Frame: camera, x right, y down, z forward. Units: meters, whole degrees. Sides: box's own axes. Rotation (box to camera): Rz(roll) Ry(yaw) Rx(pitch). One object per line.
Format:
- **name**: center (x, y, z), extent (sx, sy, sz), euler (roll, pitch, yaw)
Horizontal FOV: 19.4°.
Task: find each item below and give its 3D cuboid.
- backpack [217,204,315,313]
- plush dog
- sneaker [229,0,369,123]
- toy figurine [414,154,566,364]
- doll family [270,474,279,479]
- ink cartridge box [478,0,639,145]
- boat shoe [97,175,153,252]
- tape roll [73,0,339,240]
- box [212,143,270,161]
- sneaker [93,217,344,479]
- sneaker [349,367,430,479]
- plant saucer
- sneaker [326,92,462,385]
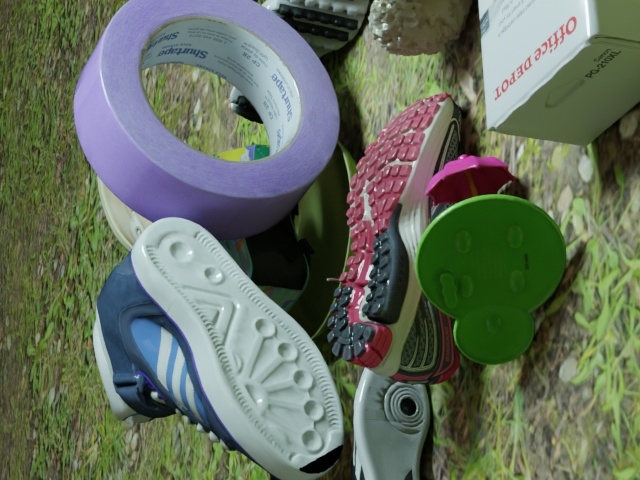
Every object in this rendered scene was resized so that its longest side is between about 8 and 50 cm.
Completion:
- **backpack**: center (-0.106, 0.040, 2.085), extent (0.188, 0.144, 0.166), euler (113, 147, -41)
- **plush dog**: center (0.056, -0.335, 1.799), extent (0.210, 0.225, 0.262), euler (135, 138, -56)
- **sneaker**: center (-0.028, -0.255, 2.151), extent (0.292, 0.110, 0.118), euler (130, 150, -52)
- **toy figurine**: center (0.145, -0.003, 1.673), extent (0.159, 0.130, 0.173), euler (-94, -3, -59)
- **doll family**: center (-0.021, 0.330, 1.972), extent (0.111, 0.076, 0.193), euler (-25, 63, 59)
- **ink cartridge box**: center (0.212, -0.220, 1.552), extent (0.172, 0.100, 0.237), euler (135, 138, -56)
- **boat shoe**: center (-0.178, -0.005, 2.325), extent (0.302, 0.109, 0.098), euler (59, 146, 23)
- **tape roll**: center (-0.120, -0.139, 2.000), extent (0.090, 0.275, 0.275), euler (128, 143, -50)
- **box**: center (-0.100, -0.062, 2.330), extent (0.179, 0.043, 0.105), euler (172, 103, -69)
- **sneaker**: center (-0.118, 0.154, 1.933), extent (0.323, 0.130, 0.236), euler (53, 142, 17)
- **sneaker**: center (0.049, 0.221, 1.827), extent (0.121, 0.079, 0.217), euler (144, 129, -60)
- **plant saucer**: center (0.000, 0.000, 2.074), extent (0.241, 0.037, 0.241), euler (-172, 90, -67)
- **sneaker**: center (0.089, -0.003, 1.783), extent (0.121, 0.112, 0.299), euler (-26, 46, 54)
